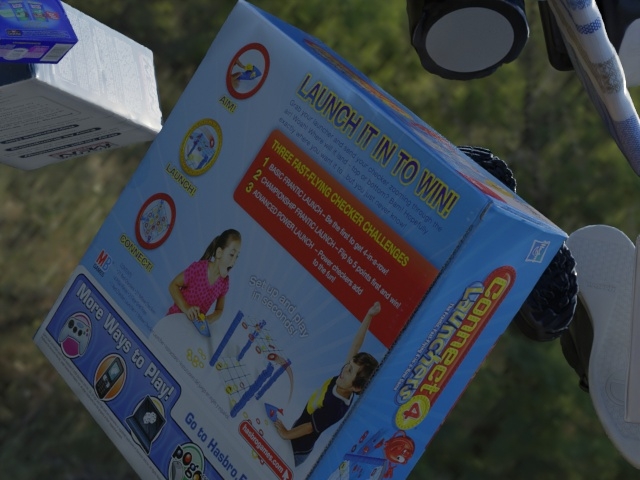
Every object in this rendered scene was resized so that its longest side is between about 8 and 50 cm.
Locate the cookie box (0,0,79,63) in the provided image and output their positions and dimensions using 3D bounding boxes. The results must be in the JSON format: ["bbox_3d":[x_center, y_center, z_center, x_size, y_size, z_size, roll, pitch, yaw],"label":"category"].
[{"bbox_3d":[-0.273,-0.208,1.541,0.092,0.040,0.107,-5,64,-49],"label":"cookie box"}]

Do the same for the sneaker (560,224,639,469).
[{"bbox_3d":[0.316,0.137,1.827,0.147,0.105,0.295,80,0,-49],"label":"sneaker"}]

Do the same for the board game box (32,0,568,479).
[{"bbox_3d":[-0.029,0.036,1.212,0.086,0.302,0.308,22,16,-45],"label":"board game box"}]

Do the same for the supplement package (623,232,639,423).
[{"bbox_3d":[0.427,0.072,1.562,0.293,0.175,0.177,6,14,16],"label":"supplement package"}]

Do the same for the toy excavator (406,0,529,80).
[{"bbox_3d":[0.154,-0.408,1.465,0.433,0.445,0.222,35,35,-36],"label":"toy excavator"}]

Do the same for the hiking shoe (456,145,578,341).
[{"bbox_3d":[0.176,0.018,1.745,0.086,0.114,0.227,-9,56,-25],"label":"hiking shoe"}]

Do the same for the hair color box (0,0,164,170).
[{"bbox_3d":[-0.301,-0.159,1.785,0.347,0.174,0.105,22,57,-74],"label":"hair color box"}]

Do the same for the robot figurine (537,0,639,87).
[{"bbox_3d":[0.375,-0.259,1.881,0.209,0.278,0.173,-94,174,-65],"label":"robot figurine"}]

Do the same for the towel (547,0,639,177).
[{"bbox_3d":[0.174,-0.199,1.268,0.209,0.034,0.285,-100,165,-61],"label":"towel"}]
